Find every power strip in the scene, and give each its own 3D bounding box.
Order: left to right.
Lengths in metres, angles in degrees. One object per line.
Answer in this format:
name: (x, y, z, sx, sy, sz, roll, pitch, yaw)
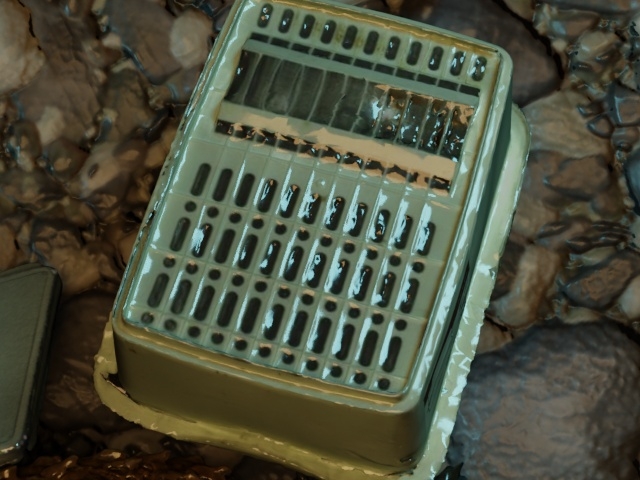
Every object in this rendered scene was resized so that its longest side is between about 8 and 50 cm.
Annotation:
power strip: (-0.264, 0.114, 1.007, 0.198, 0.213, 0.064, -16, 120, 8)

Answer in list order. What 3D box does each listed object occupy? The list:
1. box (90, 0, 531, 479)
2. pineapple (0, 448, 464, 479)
box: (0.000, 0.000, 0.946, 0.221, 0.166, 0.290, 16, 64, 7)
pineapple: (-0.073, 0.223, 0.987, 0.362, 0.202, 0.202, -8, 87, -10)
